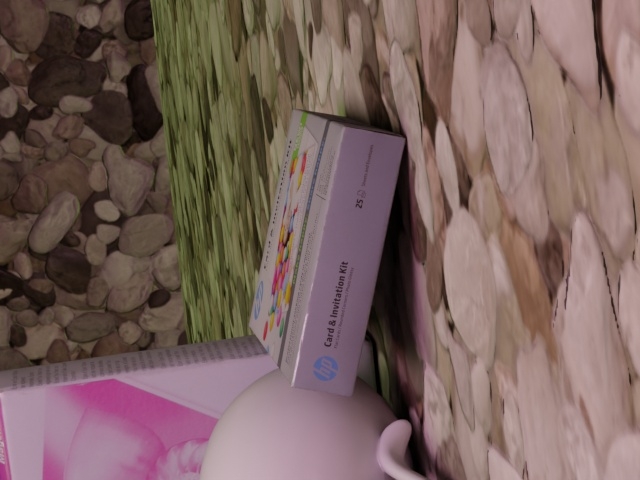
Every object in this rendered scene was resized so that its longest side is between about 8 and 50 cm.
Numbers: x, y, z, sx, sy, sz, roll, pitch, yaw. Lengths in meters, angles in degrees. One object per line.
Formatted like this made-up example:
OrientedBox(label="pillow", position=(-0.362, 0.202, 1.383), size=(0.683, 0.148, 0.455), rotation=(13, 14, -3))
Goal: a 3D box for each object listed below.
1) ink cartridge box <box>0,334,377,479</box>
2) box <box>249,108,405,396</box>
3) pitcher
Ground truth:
OrientedBox(label="ink cartridge box", position=(-0.113, 0.236, 1.100), size=(0.071, 0.330, 0.324), rotation=(-138, 41, -77))
OrientedBox(label="box", position=(0.000, 0.000, 0.989), size=(0.186, 0.038, 0.145), rotation=(-137, 58, -79))
OrientedBox(label="pitcher", position=(0.011, 0.152, 0.947), size=(0.125, 0.178, 0.207), rotation=(44, -154, -25))
